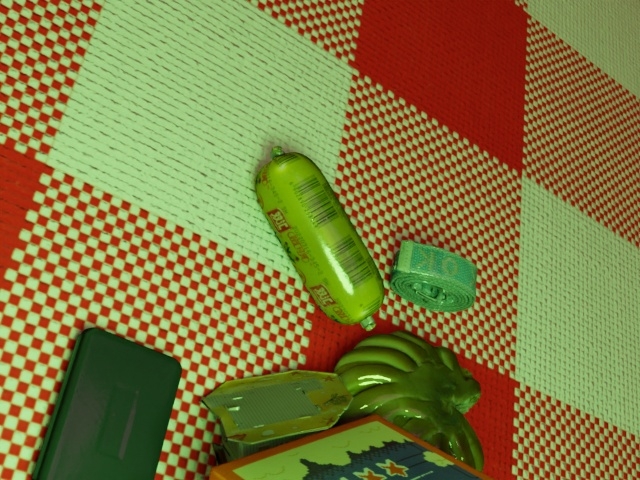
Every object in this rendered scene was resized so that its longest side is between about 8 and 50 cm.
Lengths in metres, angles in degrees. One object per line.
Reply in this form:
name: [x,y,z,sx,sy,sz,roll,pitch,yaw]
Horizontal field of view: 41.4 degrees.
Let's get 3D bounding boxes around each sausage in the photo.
sausage: [0.000,0.000,1.421,0.123,0.123,0.347,-31,92,-42]

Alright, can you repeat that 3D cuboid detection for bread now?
bread: [0.149,0.287,1.367,0.333,0.160,0.333,26,42,-26]

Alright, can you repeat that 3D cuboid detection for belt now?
belt: [0.206,0.074,1.546,0.163,0.148,0.082,14,62,-2]

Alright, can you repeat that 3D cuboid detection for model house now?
model house: [-0.052,0.294,1.236,0.219,0.207,0.136,-7,105,-22]

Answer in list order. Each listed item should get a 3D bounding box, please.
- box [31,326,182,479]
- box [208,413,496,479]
box: [-0.283,0.245,1.139,0.160,0.050,0.230,27,57,-28]
box: [0.035,0.451,1.056,0.318,0.256,0.349,-3,108,-45]
